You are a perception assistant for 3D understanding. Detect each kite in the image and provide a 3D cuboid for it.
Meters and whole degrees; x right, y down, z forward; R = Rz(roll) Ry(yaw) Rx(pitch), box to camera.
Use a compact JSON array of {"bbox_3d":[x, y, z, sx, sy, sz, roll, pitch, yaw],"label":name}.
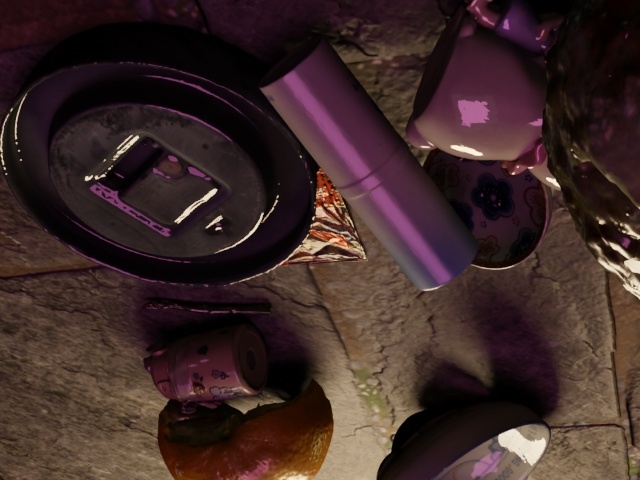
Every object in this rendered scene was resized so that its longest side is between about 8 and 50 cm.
[{"bbox_3d":[0.000,-0.001,1.155,0.125,0.008,0.222,25,137,-20],"label":"kite"}]

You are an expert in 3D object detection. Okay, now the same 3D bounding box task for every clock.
[{"bbox_3d":[-0.156,-0.074,1.042,0.318,0.066,0.319,6,139,5],"label":"clock"}]

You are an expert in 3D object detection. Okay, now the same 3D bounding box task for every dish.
[{"bbox_3d":[0.176,-0.050,1.022,0.141,0.078,0.141,18,120,34],"label":"dish"},{"bbox_3d":[0.157,0.285,1.377,0.273,0.134,0.273,-27,147,-19],"label":"dish"}]

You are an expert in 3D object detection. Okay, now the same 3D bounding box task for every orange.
[{"bbox_3d":[-0.099,0.273,1.369,0.237,0.159,0.179,-8,166,14],"label":"orange"}]

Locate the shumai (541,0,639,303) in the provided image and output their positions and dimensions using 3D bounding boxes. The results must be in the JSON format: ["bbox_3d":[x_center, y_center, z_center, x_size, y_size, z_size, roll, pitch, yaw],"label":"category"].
[{"bbox_3d":[0.352,-0.048,0.655,0.395,0.348,0.395,2,111,5],"label":"shumai"}]

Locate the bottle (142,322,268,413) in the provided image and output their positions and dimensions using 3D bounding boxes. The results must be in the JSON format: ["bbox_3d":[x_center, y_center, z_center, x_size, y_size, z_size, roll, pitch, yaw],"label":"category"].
[{"bbox_3d":[-0.149,0.162,1.310,0.152,0.099,0.099,-13,136,22],"label":"bottle"}]

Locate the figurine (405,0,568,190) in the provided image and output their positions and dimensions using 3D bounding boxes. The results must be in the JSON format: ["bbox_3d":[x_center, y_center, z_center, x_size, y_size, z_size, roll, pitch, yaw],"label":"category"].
[{"bbox_3d":[0.208,-0.112,0.893,0.235,0.127,0.155,20,104,-9],"label":"figurine"}]

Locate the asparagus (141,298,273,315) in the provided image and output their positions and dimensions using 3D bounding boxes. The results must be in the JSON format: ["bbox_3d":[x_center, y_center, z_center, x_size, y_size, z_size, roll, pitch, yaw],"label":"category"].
[{"bbox_3d":[-0.139,0.082,1.276,0.162,0.016,0.016,3,167,6],"label":"asparagus"}]

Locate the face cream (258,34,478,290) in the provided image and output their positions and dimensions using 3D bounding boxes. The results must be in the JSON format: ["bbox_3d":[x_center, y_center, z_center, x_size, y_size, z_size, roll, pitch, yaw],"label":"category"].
[{"bbox_3d":[0.048,-0.068,0.959,0.077,0.077,0.250,-25,114,34],"label":"face cream"}]
